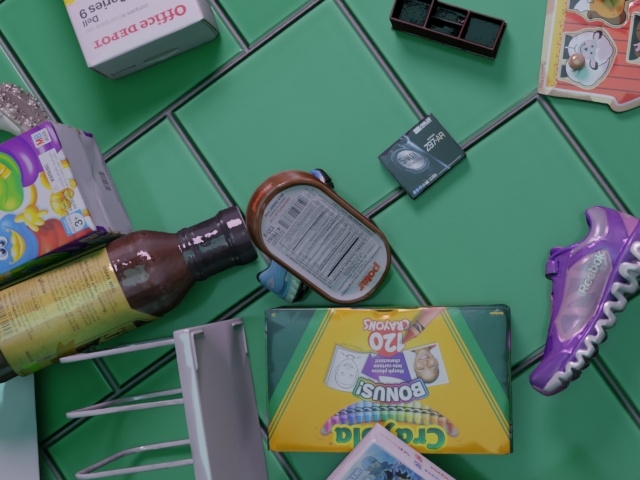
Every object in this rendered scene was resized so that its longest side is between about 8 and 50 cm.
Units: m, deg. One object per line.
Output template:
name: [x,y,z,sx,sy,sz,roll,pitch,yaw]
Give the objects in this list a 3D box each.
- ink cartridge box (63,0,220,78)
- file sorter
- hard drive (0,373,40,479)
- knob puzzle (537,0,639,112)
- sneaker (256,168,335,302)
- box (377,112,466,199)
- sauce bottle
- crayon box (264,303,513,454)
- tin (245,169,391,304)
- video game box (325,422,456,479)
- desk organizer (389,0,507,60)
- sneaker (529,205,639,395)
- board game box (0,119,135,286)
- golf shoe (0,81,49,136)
ink cartridge box: [-0.233,-0.322,1.279,0.154,0.093,0.212,-21,87,8]
file sorter: [-0.174,0.242,1.210,0.173,0.193,0.278,-9,87,12]
hard drive: [-0.520,0.239,1.268,0.353,0.047,0.233,-3,88,-14]
knob puzzle: [0.355,-0.243,1.214,0.213,0.030,0.213,0,89,9]
sneaker: [-0.033,-0.011,1.256,0.073,0.063,0.162,20,92,12]
box: [0.120,-0.099,1.254,0.083,0.018,0.067,-39,84,7]
sauce bottle: [-0.242,0.057,1.244,0.344,0.111,0.111,-23,85,-3]
crayon box: [0.079,0.158,1.223,0.278,0.081,0.165,-1,89,9]
tin: [0.000,0.000,1.204,0.189,0.040,0.106,37,96,-27]
video game box: [0.075,0.333,1.194,0.187,0.048,0.205,36,112,-7]
desk organizer: [0.148,-0.255,1.236,0.130,0.050,0.047,19,92,9]
sneaker: [0.291,0.060,1.192,0.104,0.095,0.236,31,89,15]
board game box: [-0.390,-0.015,1.272,0.275,0.142,0.144,-25,85,8]
golf shoe: [-0.415,-0.162,1.329,0.176,0.069,0.086,37,115,11]
